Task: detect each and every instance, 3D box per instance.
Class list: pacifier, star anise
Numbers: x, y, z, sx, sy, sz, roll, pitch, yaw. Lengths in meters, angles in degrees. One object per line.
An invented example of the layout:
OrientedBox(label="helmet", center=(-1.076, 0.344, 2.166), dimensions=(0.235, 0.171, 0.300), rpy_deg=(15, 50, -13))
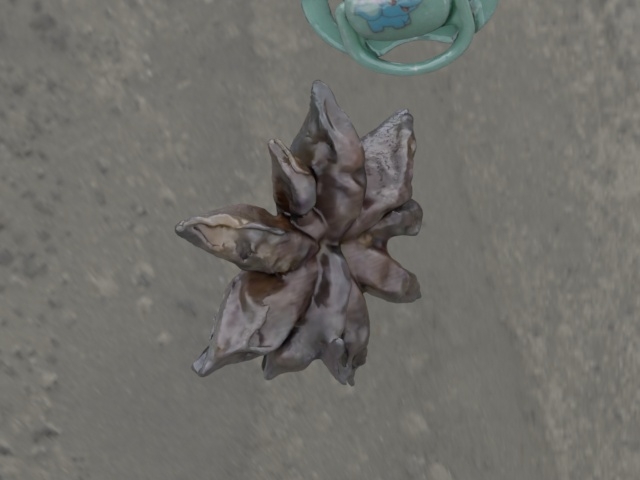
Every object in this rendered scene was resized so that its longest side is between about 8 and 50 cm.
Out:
OrientedBox(label="pacifier", center=(0.063, -0.192, 1.242), dimensions=(0.150, 0.127, 0.116), rpy_deg=(-16, 29, 15))
OrientedBox(label="star anise", center=(0.000, 0.000, 0.954), dimensions=(0.065, 0.195, 0.182), rpy_deg=(24, 105, 49))
